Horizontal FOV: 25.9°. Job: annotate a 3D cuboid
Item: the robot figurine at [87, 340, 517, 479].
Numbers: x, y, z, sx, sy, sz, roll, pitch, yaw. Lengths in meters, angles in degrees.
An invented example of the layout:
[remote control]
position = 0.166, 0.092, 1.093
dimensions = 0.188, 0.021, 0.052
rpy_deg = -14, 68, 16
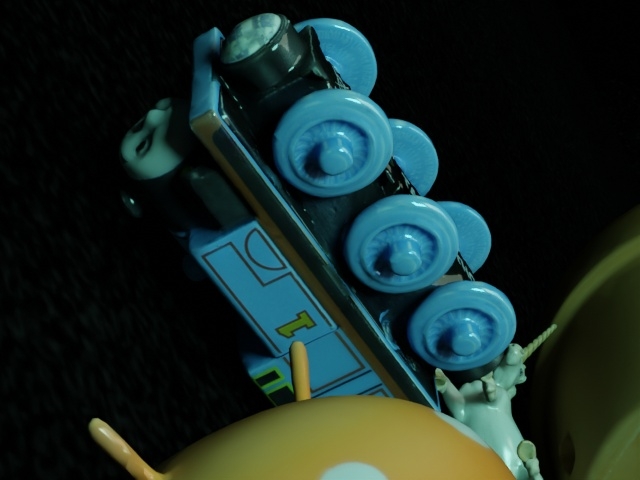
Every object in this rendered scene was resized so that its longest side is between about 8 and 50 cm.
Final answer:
[robot figurine]
position = 0.015, 0.133, 0.341
dimensions = 0.128, 0.158, 0.219
rpy_deg = 128, -62, -77

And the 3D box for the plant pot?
[plant pot]
position = 0.256, 0.124, 0.806
dimensions = 0.291, 0.291, 0.203
rpy_deg = 61, 22, -8

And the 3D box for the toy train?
[toy train]
position = 0.000, 0.000, 0.530
dimensions = 0.184, 0.105, 0.080
rpy_deg = 53, 17, -33

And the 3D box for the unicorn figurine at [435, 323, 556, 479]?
[unicorn figurine]
position = 0.098, 0.104, 0.764
dimensions = 0.111, 0.060, 0.162
rpy_deg = 53, 32, -58
